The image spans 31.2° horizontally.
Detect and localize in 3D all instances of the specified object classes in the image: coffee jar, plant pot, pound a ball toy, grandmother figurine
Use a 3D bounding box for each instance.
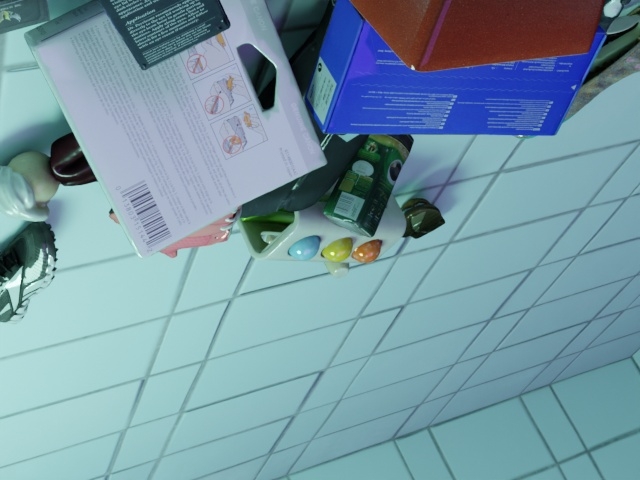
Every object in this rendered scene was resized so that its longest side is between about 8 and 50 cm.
[{"bbox_3d":[0.077,-0.104,1.778,0.184,0.079,0.096,-66,156,-6],"label":"coffee jar"},{"bbox_3d":[0.173,-0.369,1.258,0.267,0.267,0.236,-12,140,-31],"label":"plant pot"},{"bbox_3d":[0.000,0.000,1.931,0.319,0.136,0.208,4,141,-49],"label":"pound a ball toy"},{"bbox_3d":[-0.268,-0.123,1.468,0.342,0.104,0.208,-24,160,0],"label":"grandmother figurine"}]

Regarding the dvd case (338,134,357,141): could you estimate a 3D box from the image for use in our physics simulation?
[{"bbox_3d":[0.059,-0.178,1.482,0.119,0.013,0.087,-32,148,18],"label":"dvd case"}]

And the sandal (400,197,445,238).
[{"bbox_3d":[0.183,-0.048,2.126,0.090,0.060,0.219,-27,171,14],"label":"sandal"}]

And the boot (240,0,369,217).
[{"bbox_3d":[0.086,-0.199,1.598,0.367,0.146,0.445,4,138,-32],"label":"boot"}]

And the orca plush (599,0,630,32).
[{"bbox_3d":[0.405,-0.394,1.667,0.287,0.102,0.151,107,5,-71],"label":"orca plush"}]

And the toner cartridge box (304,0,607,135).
[{"bbox_3d":[0.167,-0.215,1.411,0.347,0.075,0.165,-2,134,-27],"label":"toner cartridge box"}]

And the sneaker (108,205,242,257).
[{"bbox_3d":[-0.145,-0.067,1.570,0.313,0.116,0.136,-23,119,38],"label":"sneaker"}]

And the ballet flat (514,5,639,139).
[{"bbox_3d":[0.425,-0.286,1.866,0.316,0.107,0.106,-33,136,1],"label":"ballet flat"}]

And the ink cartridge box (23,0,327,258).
[{"bbox_3d":[-0.161,-0.161,1.344,0.261,0.066,0.296,-27,122,-9],"label":"ink cartridge box"}]

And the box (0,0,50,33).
[{"bbox_3d":[-0.389,-0.261,1.114,0.231,0.056,0.183,-20,155,-16],"label":"box"}]

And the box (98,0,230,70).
[{"bbox_3d":[-0.186,-0.295,1.136,0.108,0.153,0.207,-27,155,0],"label":"box"}]

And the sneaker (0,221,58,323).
[{"bbox_3d":[-0.454,0.055,1.649,0.106,0.078,0.234,-8,152,-40],"label":"sneaker"}]
